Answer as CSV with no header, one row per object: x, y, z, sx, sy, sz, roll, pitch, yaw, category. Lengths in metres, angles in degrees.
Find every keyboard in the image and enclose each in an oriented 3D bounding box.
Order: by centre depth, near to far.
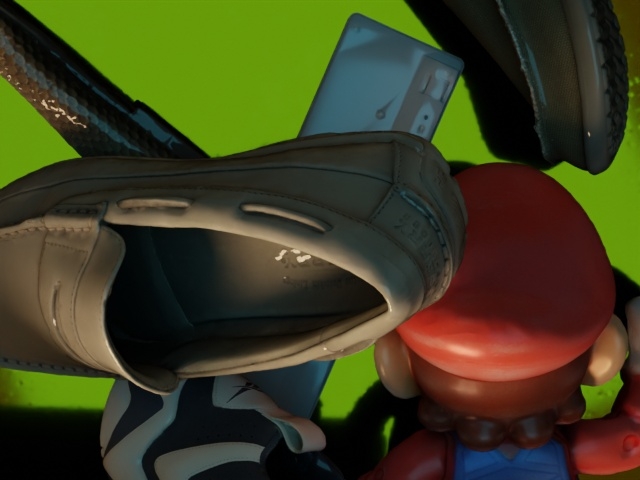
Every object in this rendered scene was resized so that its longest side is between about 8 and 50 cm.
0.000,0.000,0.686,0.072,0.014,0.256,23,93,0,keyboard

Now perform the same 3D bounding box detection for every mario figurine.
0.102,0.112,0.665,0.198,0.170,0.320,-13,108,-36,mario figurine

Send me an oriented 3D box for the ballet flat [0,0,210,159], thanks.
-0.165,-0.091,0.638,0.250,0.084,0.058,37,94,-11,ballet flat

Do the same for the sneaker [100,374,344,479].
-0.048,0.185,0.618,0.153,0.094,0.234,12,91,41,sneaker

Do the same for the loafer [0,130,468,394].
-0.087,0.018,0.578,0.320,0.111,0.112,-12,114,28,loafer

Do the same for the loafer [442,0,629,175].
0.100,-0.151,0.649,0.087,0.094,0.251,-18,86,23,loafer
